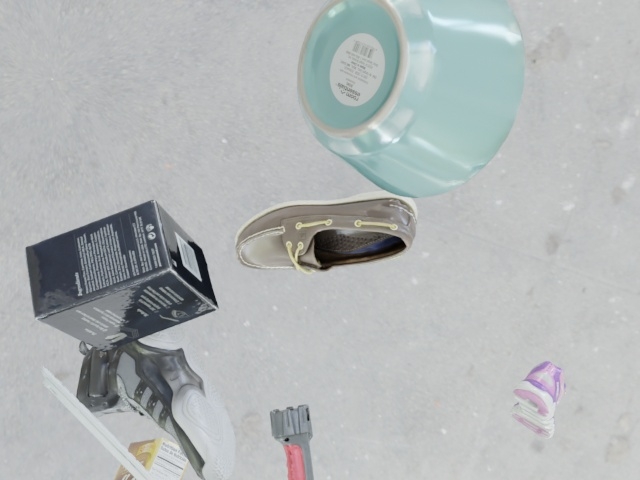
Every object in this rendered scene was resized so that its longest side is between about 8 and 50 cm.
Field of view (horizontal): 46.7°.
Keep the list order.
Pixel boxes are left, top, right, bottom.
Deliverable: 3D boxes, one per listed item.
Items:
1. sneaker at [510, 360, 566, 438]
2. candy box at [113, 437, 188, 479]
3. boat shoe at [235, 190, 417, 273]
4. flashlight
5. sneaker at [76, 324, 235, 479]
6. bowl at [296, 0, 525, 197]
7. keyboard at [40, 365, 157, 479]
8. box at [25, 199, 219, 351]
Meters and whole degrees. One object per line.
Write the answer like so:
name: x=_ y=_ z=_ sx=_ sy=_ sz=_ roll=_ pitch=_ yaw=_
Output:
sneaker: x=0.442 y=0.313 z=1.476 sx=0.105 sy=0.095 sz=0.236 roll=-52 pitch=152 yaw=-20
candy box: x=-0.409 y=0.594 z=1.598 sx=0.087 sy=0.182 sz=0.317 roll=35 pitch=56 yaw=-23
boat shoe: x=0.000 y=0.000 z=1.229 sx=0.324 sy=0.097 sz=0.117 roll=-9 pitch=127 yaw=16
flashlight: x=-0.063 y=0.534 z=1.675 sx=0.103 sy=0.103 sz=0.304 roll=-11 pitch=82 yaw=14
sneaker: x=-0.224 y=0.218 z=0.984 sx=0.153 sy=0.101 sz=0.269 roll=-31 pitch=74 yaw=8
bowl: x=0.087 y=-0.216 z=0.962 sx=0.163 sy=0.311 sz=0.312 roll=2 pitch=102 yaw=-47
keyboard: x=-0.204 y=0.228 z=0.783 sx=0.256 sy=0.072 sz=0.014 roll=46 pitch=61 yaw=-1
box: x=-0.223 y=0.046 z=0.851 sx=0.158 sy=0.156 sz=0.093 roll=-20 pitch=66 yaw=3
